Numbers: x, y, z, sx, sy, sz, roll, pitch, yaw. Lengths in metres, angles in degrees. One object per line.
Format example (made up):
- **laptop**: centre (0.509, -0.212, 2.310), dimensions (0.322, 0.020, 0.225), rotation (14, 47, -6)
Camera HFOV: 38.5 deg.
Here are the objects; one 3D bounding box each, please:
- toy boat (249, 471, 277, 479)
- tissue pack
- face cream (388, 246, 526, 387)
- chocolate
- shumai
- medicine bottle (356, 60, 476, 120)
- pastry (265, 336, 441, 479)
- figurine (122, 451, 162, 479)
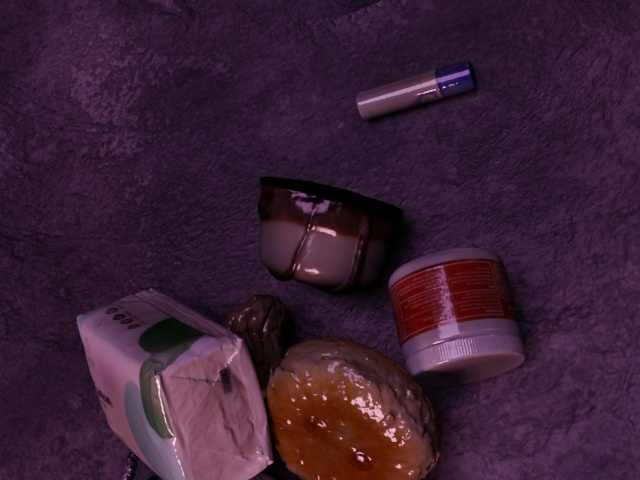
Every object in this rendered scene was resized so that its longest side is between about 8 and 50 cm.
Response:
- **toy boat**: centre (-0.107, 0.514, 1.600), dimensions (0.100, 0.199, 0.290), rotation (-9, 58, -17)
- **tissue pack**: centre (-0.256, 0.257, 1.580), dimensions (0.194, 0.266, 0.356), rotation (-24, 23, -29)
- **face cream**: centre (0.227, 0.131, 1.540), dimensions (0.201, 0.201, 0.187), rotation (-18, 66, 19)
- **chocolate**: centre (0.000, 0.000, 1.679), dimensions (0.284, 0.284, 0.186), rotation (20, 101, 30)
- **shumai**: centre (-0.102, 0.212, 1.701), dimensions (0.176, 0.166, 0.205), rotation (35, 114, 22)
- **medicine bottle**: centre (0.186, -0.292, 1.787), dimensions (0.231, 0.059, 0.059), rotation (-13, 67, 22)
- **pastry**: centre (0.055, 0.301, 1.524), dimensions (0.330, 0.329, 0.136), rotation (4, 34, 27)
- **figurine**: centre (-0.291, 0.494, 1.677), dimensions (0.197, 0.175, 0.265), rotation (9, 73, 55)
